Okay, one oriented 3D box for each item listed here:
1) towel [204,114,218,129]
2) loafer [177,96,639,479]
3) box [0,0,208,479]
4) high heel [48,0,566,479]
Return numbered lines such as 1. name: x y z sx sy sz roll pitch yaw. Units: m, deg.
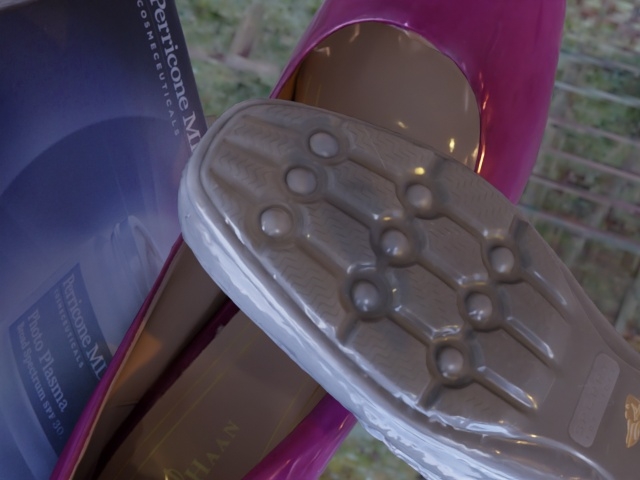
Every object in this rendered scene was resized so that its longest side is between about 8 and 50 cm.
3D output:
1. towel: -0.195 0.071 0.995 0.312 0.324 0.056 -12 156 3
2. loafer: 0.073 0.065 0.516 0.319 0.112 0.111 38 151 -8
3. box: -0.194 0.031 0.681 0.183 0.296 0.294 -2 -159 34
4. high heel: 0.000 0.000 0.533 0.127 0.377 0.181 24 -174 11
